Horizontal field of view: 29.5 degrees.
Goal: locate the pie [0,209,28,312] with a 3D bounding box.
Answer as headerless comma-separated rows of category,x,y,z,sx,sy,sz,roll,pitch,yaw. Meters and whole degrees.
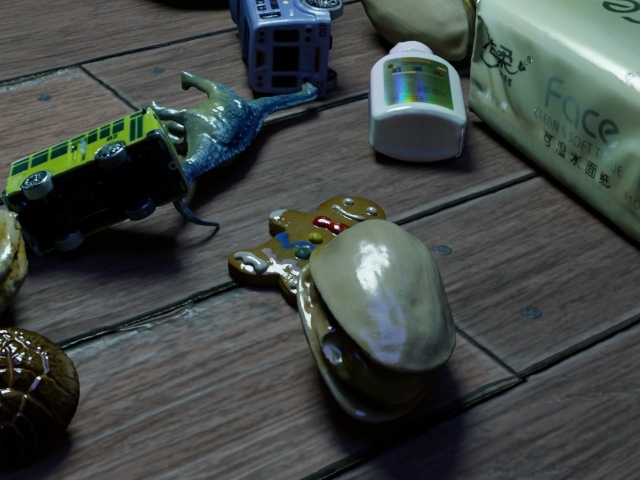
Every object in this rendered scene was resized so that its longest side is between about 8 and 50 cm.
pie,-0.378,0.024,1.139,0.205,0.084,0.179,-2,33,-4

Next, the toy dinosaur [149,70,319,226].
toy dinosaur,-0.125,-0.130,1.419,0.147,0.076,0.363,17,32,13

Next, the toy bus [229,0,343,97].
toy bus,-0.053,-0.311,1.663,0.133,0.125,0.292,-1,35,-9

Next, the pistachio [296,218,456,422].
pistachio,0.052,0.066,1.089,0.144,0.144,0.215,0,39,-7

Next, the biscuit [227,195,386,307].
biscuit,0.000,-0.001,1.277,0.138,0.031,0.205,23,35,26

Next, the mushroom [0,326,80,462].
mushroom,-0.262,0.124,0.997,0.126,0.085,0.109,-26,44,-30

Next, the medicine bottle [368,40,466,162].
medicine bottle,0.118,-0.180,1.523,0.115,0.078,0.219,3,33,0

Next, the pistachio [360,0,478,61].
pistachio,0.140,-0.332,1.706,0.126,0.152,0.223,-23,60,-41

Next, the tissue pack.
tissue pack,0.420,-0.169,1.431,0.332,0.205,0.405,-17,38,-24

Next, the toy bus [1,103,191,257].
toy bus,-0.227,-0.064,1.241,0.175,0.088,0.101,-22,30,4
